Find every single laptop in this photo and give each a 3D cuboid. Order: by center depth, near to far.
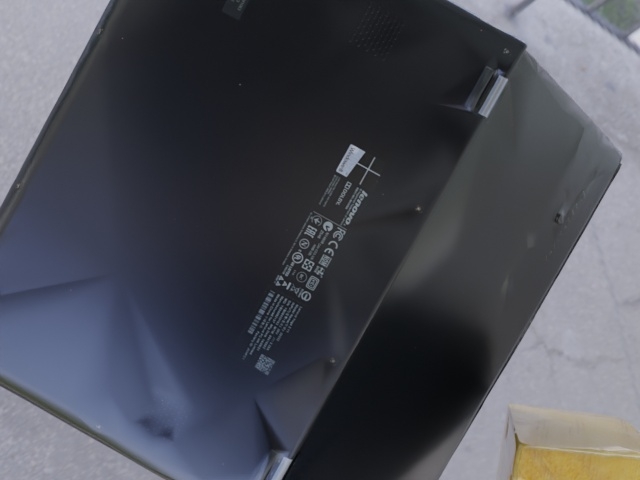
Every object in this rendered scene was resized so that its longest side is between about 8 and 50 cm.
[{"bbox_3d":[0.000,0.000,0.778,0.408,0.236,0.382,29,94,0],"label":"laptop"}]

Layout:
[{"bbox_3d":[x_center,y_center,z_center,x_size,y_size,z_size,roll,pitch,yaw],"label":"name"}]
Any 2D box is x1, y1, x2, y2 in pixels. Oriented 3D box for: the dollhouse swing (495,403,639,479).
[{"bbox_3d":[0.282,0.342,0.816,0.305,0.315,0.346,9,90,9],"label":"dollhouse swing"}]
